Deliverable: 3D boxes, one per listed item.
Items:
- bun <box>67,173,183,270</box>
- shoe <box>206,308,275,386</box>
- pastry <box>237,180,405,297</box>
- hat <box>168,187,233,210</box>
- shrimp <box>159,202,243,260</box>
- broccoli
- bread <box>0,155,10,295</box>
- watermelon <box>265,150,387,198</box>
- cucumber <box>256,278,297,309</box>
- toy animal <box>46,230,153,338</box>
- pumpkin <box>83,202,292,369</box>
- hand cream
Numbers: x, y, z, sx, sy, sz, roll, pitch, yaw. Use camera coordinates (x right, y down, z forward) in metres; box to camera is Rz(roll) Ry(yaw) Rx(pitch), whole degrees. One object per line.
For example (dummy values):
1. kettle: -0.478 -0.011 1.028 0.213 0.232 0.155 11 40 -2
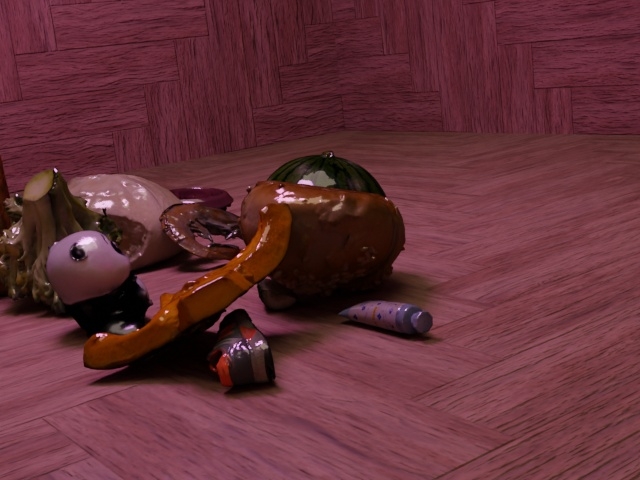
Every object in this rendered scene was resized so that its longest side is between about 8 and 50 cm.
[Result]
1. bun: -0.471 -0.047 2.011 0.364 0.202 0.364 -5 10 1
2. shoe: -0.122 0.147 1.249 0.077 0.074 0.194 -15 16 -16
3. pastry: 0.000 0.000 1.557 0.284 0.184 0.315 9 4 9
4. hat: -0.324 -0.079 2.340 0.205 0.089 0.205 -2 14 0
5. shrimp: -0.214 -0.012 1.917 0.253 0.058 0.173 17 32 -16
6. broccoli: -0.504 -0.008 1.704 0.288 0.246 0.248 17 49 35
7. bread: -0.709 -0.049 1.822 0.195 0.344 0.149 -8 21 -12
8. watermelon: -0.011 -0.106 2.100 0.330 0.190 0.331 -9 7 1
9. cucumber: -0.078 0.092 1.553 0.067 0.035 0.107 11 9 -9
10. toy animal: -0.363 0.069 1.509 0.166 0.179 0.138 -4 25 47
11. pumpkin: -0.176 0.079 1.334 0.290 0.095 0.258 -35 4 22
12. hand cream: 0.099 0.110 1.356 0.065 0.043 0.170 -15 12 -33
